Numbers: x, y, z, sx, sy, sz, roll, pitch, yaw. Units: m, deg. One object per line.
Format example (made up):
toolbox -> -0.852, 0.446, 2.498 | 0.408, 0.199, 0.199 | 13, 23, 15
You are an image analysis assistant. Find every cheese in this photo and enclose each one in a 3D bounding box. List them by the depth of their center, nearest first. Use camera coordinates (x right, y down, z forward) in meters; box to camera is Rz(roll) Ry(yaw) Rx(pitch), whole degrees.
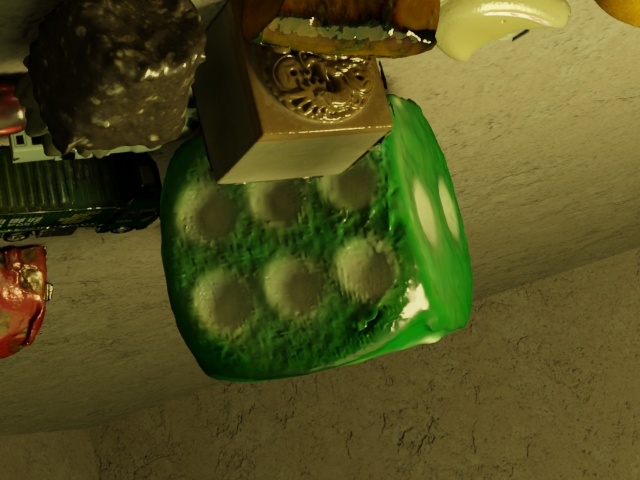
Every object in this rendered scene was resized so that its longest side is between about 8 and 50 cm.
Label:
cheese -> 0.131, -0.232, 1.185 | 0.127, 0.050, 0.235 | -25, 156, 37

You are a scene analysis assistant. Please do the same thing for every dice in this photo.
dice -> 0.000, 0.000, 1.408 | 0.297, 0.287, 0.300 | -11, 179, 19

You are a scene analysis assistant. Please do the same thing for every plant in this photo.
plant -> -0.180, -0.144, 1.051 | 0.132, 0.129, 0.194 | -6, 162, -32

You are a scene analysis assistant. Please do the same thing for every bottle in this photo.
bottle -> -0.335, -0.120, 1.150 | 0.164, 0.060, 0.060 | -11, 167, -17

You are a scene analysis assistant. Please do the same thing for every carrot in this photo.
carrot -> 0.020, -0.203, 1.078 | 0.173, 0.082, 0.082 | 2, 162, -20

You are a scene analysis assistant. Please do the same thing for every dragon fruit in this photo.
dragon fruit -> -0.528, 0.109, 1.753 | 0.211, 0.134, 0.262 | 2, 160, -41

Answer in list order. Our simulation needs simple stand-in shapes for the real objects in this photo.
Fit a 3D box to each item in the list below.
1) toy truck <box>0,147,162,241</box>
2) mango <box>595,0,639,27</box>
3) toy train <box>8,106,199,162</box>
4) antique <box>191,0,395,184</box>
toy truck -> -0.306, -0.053, 1.401 | 0.259, 0.088, 0.121 | -5, 165, -30
mango -> 0.343, -0.264, 1.133 | 0.177, 0.120, 0.295 | -14, 168, 36
toy train -> -0.227, -0.115, 1.309 | 0.207, 0.047, 0.043 | -9, 167, -17
antique -> -0.026, -0.146, 1.173 | 0.152, 0.147, 0.148 | -7, 162, -28
